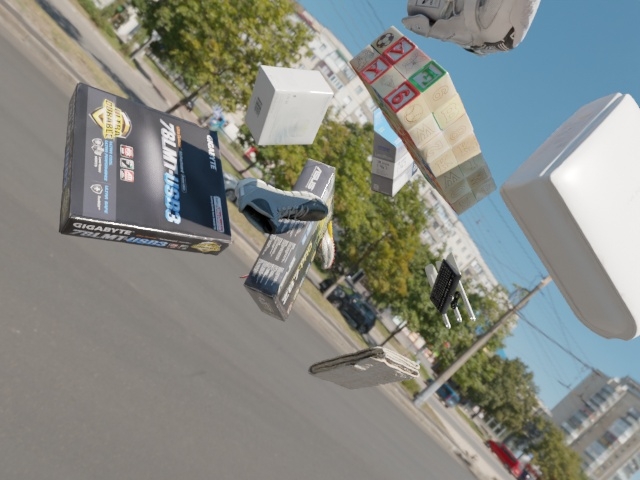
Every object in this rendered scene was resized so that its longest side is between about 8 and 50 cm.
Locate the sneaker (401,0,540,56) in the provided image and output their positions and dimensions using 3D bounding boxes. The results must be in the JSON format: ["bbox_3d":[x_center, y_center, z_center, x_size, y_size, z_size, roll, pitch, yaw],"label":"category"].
[{"bbox_3d":[0.275,-0.451,0.843,0.210,0.137,0.366,17,16,0],"label":"sneaker"}]

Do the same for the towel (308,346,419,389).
[{"bbox_3d":[0.124,0.374,1.256,0.187,0.282,0.049,32,48,-32],"label":"towel"}]

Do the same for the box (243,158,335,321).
[{"bbox_3d":[-0.073,0.011,1.267,0.097,0.395,0.318,21,-20,10],"label":"box"}]

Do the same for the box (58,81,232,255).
[{"bbox_3d":[-0.329,-0.129,0.856,0.293,0.073,0.296,11,56,-39],"label":"box"}]

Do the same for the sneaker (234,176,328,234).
[{"bbox_3d":[-0.084,-0.055,0.995,0.228,0.086,0.132,13,40,-20],"label":"sneaker"}]

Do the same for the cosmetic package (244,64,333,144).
[{"bbox_3d":[-0.110,-0.453,1.501,0.138,0.224,0.224,61,-37,27],"label":"cosmetic package"}]

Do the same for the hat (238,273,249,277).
[{"bbox_3d":[-0.168,0.066,1.688,0.183,0.209,0.173,24,-20,-38],"label":"hat"}]

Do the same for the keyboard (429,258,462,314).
[{"bbox_3d":[0.373,0.149,1.306,0.108,0.023,0.180,54,-28,39],"label":"keyboard"}]

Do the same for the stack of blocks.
[{"bbox_3d":[0.182,-0.190,0.749,0.297,0.087,0.171,41,17,-47],"label":"stack of blocks"}]

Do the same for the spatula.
[{"bbox_3d":[0.453,0.181,1.549,0.168,0.019,0.242,-40,-119,53],"label":"spatula"}]

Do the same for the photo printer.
[{"bbox_3d":[0.435,-0.027,0.658,0.308,0.256,0.107,55,-23,-10],"label":"photo printer"}]

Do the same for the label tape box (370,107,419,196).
[{"bbox_3d":[0.301,-0.374,1.703,0.105,0.240,0.334,23,-42,27],"label":"label tape box"}]

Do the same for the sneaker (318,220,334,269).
[{"bbox_3d":[0.000,0.000,1.643,0.088,0.092,0.225,-122,-156,-76],"label":"sneaker"}]
